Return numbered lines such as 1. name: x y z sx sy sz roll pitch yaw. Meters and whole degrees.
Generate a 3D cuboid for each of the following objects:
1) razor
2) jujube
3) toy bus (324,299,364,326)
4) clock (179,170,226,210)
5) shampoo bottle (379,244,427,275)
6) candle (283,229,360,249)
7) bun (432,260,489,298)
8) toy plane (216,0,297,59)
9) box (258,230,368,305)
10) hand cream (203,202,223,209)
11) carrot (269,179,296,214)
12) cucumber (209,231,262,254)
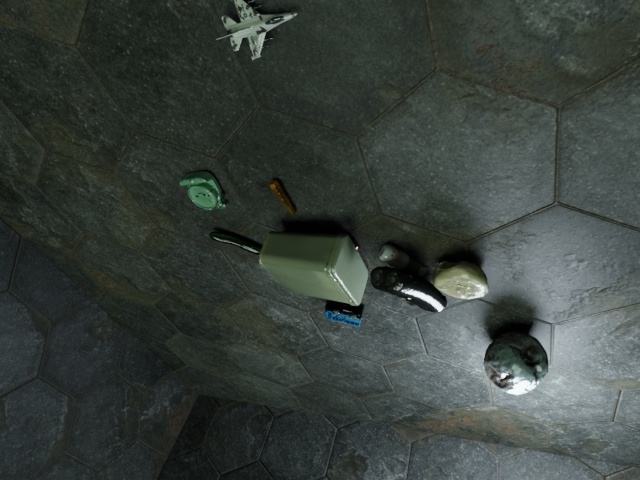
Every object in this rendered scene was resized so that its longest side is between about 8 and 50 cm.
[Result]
1. razor: 0.354 0.190 1.659 0.326 0.107 0.189 28 168 -37
2. jujube: 0.840 0.529 1.812 0.246 0.215 0.308 52 161 21
3. toy bus: 0.114 0.348 2.041 0.184 0.090 0.106 13 142 10
4. clock: -0.470 -0.192 1.712 0.148 0.060 0.189 -5 132 29
5. shampoo bottle: 0.327 0.085 1.660 0.192 0.074 0.074 28 140 -9
6. candle: 0.000 0.000 1.728 0.329 0.051 0.048 10 104 12
7. bun: 0.535 0.139 1.595 0.209 0.116 0.237 9 153 17
8. toy plane: -0.168 -0.585 1.136 0.234 0.082 0.160 -10 122 13
9. box: -0.022 0.110 1.712 0.343 0.178 0.352 5 152 25
10. hand cream: -0.460 -0.146 1.795 0.102 0.022 0.035 -8 124 25
11. carrot: -0.141 -0.163 1.619 0.042 0.042 0.171 -8 134 31
12. cucumber: -0.369 0.011 1.906 0.284 0.056 0.056 18 141 -3
